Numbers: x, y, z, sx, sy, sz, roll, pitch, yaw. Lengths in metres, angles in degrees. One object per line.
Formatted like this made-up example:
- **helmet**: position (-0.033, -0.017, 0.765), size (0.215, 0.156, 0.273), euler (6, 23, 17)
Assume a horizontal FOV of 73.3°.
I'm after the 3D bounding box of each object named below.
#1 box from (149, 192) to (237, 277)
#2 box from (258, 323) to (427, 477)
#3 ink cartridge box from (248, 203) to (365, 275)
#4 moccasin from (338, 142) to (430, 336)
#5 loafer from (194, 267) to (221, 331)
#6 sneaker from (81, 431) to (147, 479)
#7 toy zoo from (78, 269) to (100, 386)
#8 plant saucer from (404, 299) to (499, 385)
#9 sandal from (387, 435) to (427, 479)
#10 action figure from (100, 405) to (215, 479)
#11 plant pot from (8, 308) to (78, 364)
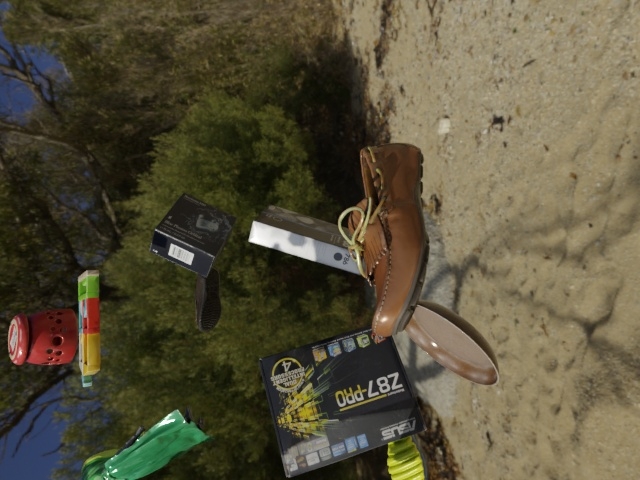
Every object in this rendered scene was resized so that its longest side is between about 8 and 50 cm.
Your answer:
- **box**: position (-0.320, -0.016, 1.094), size (0.093, 0.156, 0.158), euler (-57, 10, 41)
- **box**: position (0.053, 0.437, 1.218), size (0.097, 0.395, 0.318), euler (92, 162, -66)
- **ink cartridge box**: position (0.000, 0.000, 1.093), size (0.165, 0.332, 0.065), euler (-71, -1, -70)
- **moccasin**: position (0.102, -0.023, 0.723), size (0.139, 0.147, 0.380), euler (92, -176, -60)
- **loafer**: position (-0.384, 0.196, 1.449), size (0.080, 0.078, 0.220), euler (5, -88, -45)
- **sneaker**: position (-0.491, 0.589, 1.106), size (0.109, 0.295, 0.123), euler (52, -164, -35)
- **toy zoo**: position (-0.612, 0.233, 1.135), size (0.192, 0.030, 0.293), euler (-17, 76, 54)
- **plant saucer**: position (0.335, 0.258, 1.132), size (0.310, 0.050, 0.310), euler (40, 161, 16)
- **sandal**: position (0.274, 0.652, 1.412), size (0.138, 0.126, 0.317), euler (15, -125, -57)
- **action figure**: position (-0.360, 0.438, 0.903), size (0.137, 0.232, 0.063), euler (61, 177, -31)
- **plant pot**: position (-0.946, 0.332, 1.465), size (0.174, 0.191, 0.191), euler (4, -103, -47)
